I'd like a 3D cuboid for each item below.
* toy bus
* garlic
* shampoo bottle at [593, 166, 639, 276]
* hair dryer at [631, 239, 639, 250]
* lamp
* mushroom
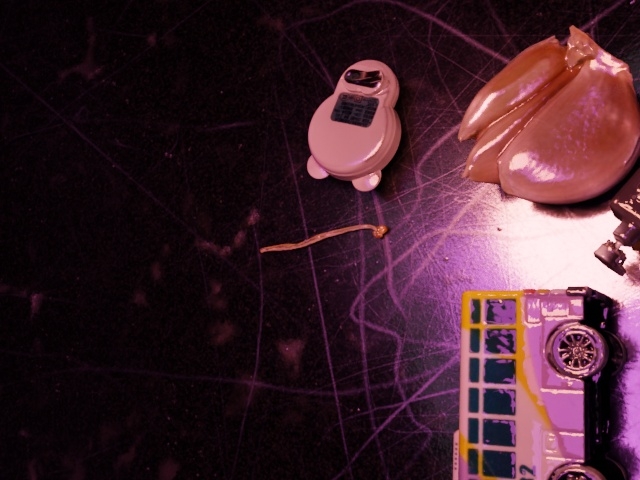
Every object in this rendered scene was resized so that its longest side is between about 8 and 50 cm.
[{"bbox_3d":[0.338,0.299,1.268,0.249,0.209,0.439,-2,81,29],"label":"toy bus"},{"bbox_3d":[0.398,-0.188,1.354,0.279,0.132,0.325,44,101,26],"label":"garlic"},{"bbox_3d":[0.527,-0.084,1.211,0.309,0.071,0.098,-48,59,1],"label":"shampoo bottle"},{"bbox_3d":[0.577,-0.117,1.283,0.135,0.090,0.278,2,77,29],"label":"hair dryer"},{"bbox_3d":[0.075,-0.222,1.543,0.180,0.108,0.246,18,89,24],"label":"lamp"},{"bbox_3d":[0.002,-0.004,1.601,0.286,0.028,0.026,-8,121,28],"label":"mushroom"}]
